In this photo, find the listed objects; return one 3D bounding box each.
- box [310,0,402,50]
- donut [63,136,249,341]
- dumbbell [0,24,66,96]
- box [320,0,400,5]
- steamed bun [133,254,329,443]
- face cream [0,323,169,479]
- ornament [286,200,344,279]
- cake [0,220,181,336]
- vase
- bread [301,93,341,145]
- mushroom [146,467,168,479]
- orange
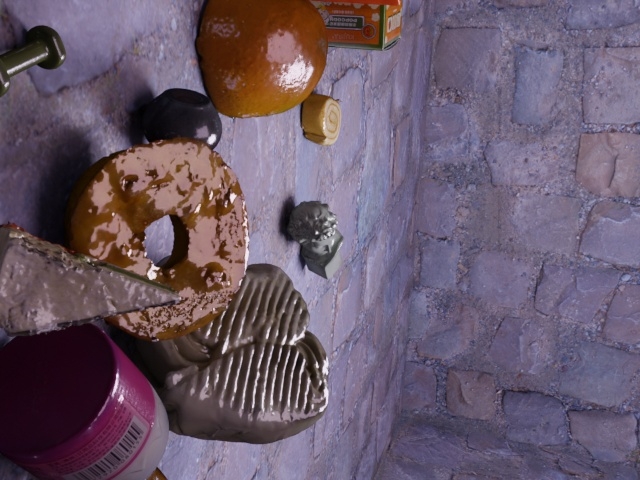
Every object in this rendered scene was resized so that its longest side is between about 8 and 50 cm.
[{"bbox_3d":[0.079,-0.528,1.678,0.177,0.195,0.148,-52,146,-59],"label":"box"},{"bbox_3d":[-0.230,-0.005,0.986,0.278,0.108,0.277,-10,105,-41],"label":"donut"},{"bbox_3d":[-0.334,-0.199,0.795,0.118,0.046,0.052,-56,144,-53],"label":"dumbbell"},{"bbox_3d":[0.073,-0.718,1.473,0.318,0.257,0.348,73,32,-52],"label":"box"},{"bbox_3d":[-0.163,0.199,1.182,0.324,0.219,0.309,4,56,-38],"label":"steamed bun"},{"bbox_3d":[-0.298,0.216,0.895,0.195,0.175,0.175,75,29,-53],"label":"face cream"},{"bbox_3d":[-0.009,-0.008,1.803,0.120,0.130,0.285,-58,164,-15],"label":"ornament"},{"bbox_3d":[-0.288,0.073,0.841,0.220,0.086,0.116,27,86,-34],"label":"cake"},{"bbox_3d":[-0.218,-0.136,1.101,0.120,0.120,0.183,-47,157,-60],"label":"vase"},{"bbox_3d":[0.007,-0.294,1.770,0.149,0.073,0.122,-6,106,-72],"label":"bread"},{"bbox_3d":[-0.302,0.425,1.019,0.253,0.153,0.253,11,90,-71],"label":"mushroom"},{"bbox_3d":[-0.109,-0.360,1.354,0.310,0.274,0.274,-133,-133,-72],"label":"orange"}]
